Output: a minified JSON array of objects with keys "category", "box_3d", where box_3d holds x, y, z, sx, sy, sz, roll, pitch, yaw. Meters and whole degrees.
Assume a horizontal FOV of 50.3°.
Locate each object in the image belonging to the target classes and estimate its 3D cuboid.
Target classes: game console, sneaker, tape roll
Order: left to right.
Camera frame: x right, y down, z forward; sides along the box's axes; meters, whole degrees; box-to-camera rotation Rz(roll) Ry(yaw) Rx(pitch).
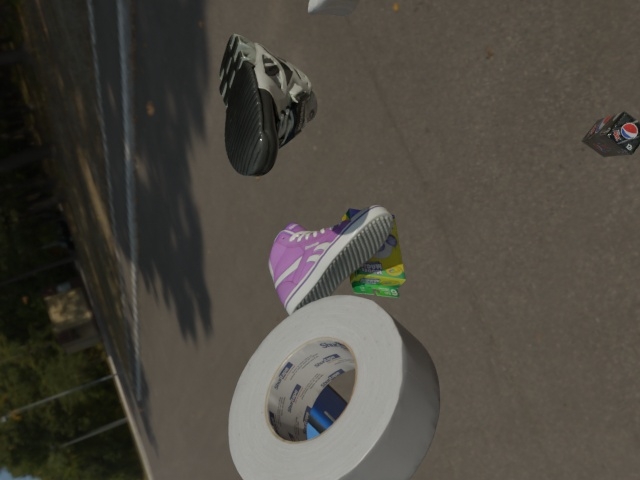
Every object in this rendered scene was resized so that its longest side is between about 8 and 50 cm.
[{"category":"sneaker","box_3d":[-0.064,-0.200,1.007,0.330,0.146,0.122,-101,32,-49]},{"category":"sneaker","box_3d":[-0.001,0.000,1.250,0.282,0.102,0.161,-45,57,25]},{"category":"game console","box_3d":[0.004,0.406,1.371,0.293,0.173,0.250,42,-169,11]},{"category":"tape roll","box_3d":[0.009,0.166,0.698,0.072,0.219,0.219,42,178,-35]}]

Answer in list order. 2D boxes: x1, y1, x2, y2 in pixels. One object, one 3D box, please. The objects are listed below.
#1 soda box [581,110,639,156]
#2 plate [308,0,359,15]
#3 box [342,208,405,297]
[{"category":"soda box","box_3d":[0.536,-0.191,1.246,0.060,0.053,0.169,37,-172,2]},{"category":"plate","box_3d":[0.062,-0.583,1.349,0.045,0.278,0.277,19,112,12]},{"category":"box","box_3d":[0.104,0.026,1.335,0.043,0.105,0.179,125,146,-52]}]
